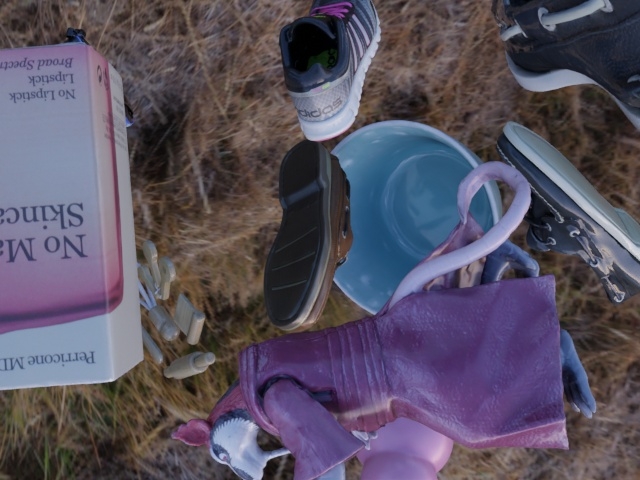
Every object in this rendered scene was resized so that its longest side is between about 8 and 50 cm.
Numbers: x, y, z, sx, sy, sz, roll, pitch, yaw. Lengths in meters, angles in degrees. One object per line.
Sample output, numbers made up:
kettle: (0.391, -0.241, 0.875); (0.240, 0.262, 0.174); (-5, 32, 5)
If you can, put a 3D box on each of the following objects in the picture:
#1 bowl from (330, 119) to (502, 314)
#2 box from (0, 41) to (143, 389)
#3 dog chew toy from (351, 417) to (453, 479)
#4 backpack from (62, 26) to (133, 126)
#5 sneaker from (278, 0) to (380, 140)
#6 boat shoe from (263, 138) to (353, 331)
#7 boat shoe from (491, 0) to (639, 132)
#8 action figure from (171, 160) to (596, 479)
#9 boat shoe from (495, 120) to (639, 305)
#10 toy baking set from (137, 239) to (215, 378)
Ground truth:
bowl: (0.157, -0.041, 1.478); (0.163, 0.312, 0.311); (-24, 102, -58)
box: (-0.218, -0.013, 0.686); (0.149, 0.127, 0.232); (-5, 89, -3)
dog chew toy: (0.144, 0.328, 1.666); (0.207, 0.206, 0.331); (23, 50, -16)
backpack: (-0.267, -0.163, 1.065); (0.084, 0.114, 0.105); (-28, 80, 2)
sneaker: (0.006, -0.166, 0.771); (0.063, 0.074, 0.170); (-3, 55, 21)
boat shoe: (0.000, 0.000, 1.331); (0.104, 0.111, 0.307); (38, 47, -39)
boat shoe: (0.141, -0.131, 0.477); (0.114, 0.302, 0.091); (-41, 107, 5)
action figure: (0.044, 0.117, 0.847); (0.370, 0.248, 0.275); (-13, 109, -4)
boat shoe: (0.328, -0.022, 1.254); (0.340, 0.127, 0.113); (34, 117, -30)
toy baking set: (-0.221, 0.105, 1.346); (0.030, 0.256, 0.196); (-18, 81, -32)
